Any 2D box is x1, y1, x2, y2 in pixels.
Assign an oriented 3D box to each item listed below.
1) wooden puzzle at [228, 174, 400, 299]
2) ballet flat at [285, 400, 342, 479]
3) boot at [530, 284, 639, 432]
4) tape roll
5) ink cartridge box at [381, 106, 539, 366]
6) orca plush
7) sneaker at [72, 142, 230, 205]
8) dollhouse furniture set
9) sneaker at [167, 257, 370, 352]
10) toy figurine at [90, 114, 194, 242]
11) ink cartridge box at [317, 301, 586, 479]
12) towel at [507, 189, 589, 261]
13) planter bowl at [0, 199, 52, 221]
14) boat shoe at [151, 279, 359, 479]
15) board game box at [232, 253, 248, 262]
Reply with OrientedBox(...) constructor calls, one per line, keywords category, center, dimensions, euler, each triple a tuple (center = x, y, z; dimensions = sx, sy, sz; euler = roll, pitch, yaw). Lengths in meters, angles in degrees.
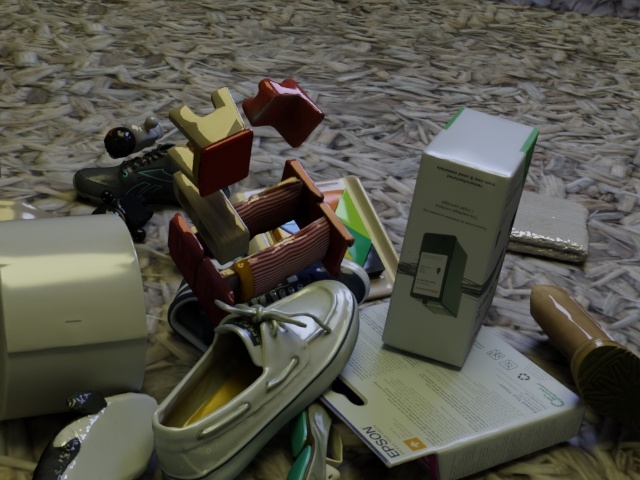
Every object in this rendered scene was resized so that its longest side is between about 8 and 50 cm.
OrientedBox(category="wooden puzzle", center=(0.000, 0.000, 1.908), dimensions=(0.238, 0.044, 0.221), euler=(-12, 64, -30))
OrientedBox(category="ballet flat", center=(-0.005, 0.267, 1.479), dimensions=(0.068, 0.072, 0.213), euler=(26, 27, -11))
OrientedBox(category="boot", center=(0.363, 0.144, 1.716), dimensions=(0.236, 0.089, 0.269), euler=(43, 8, -37))
OrientedBox(category="tape roll", center=(-0.329, 0.092, 1.529), dimensions=(0.169, 0.246, 0.246), euler=(-4, 30, -23))
OrientedBox(category="ink cartridge box", center=(0.190, -0.007, 1.673), dimensions=(0.121, 0.289, 0.211), euler=(18, 28, 13))
OrientedBox(category="orca plush", center=(-0.277, 0.278, 1.401), dimensions=(0.151, 0.102, 0.287), euler=(47, 31, -23))
OrientedBox(category="sneaker", center=(-0.285, -0.118, 2.094), dimensions=(0.267, 0.106, 0.101), euler=(0, 30, -13))
OrientedBox(category="dollhouse furniture set", center=(-0.068, -0.048, 1.535), dimensions=(0.201, 0.374, 0.152), euler=(-28, 70, -20))
OrientedBox(category="sneaker", center=(-0.078, 0.091, 1.732), dimensions=(0.282, 0.099, 0.153), euler=(-1, 22, 14))
OrientedBox(category="toy figurine", center=(-0.246, -0.085, 1.924), dimensions=(0.213, 0.209, 0.148), euler=(15, 18, 15))
OrientedBox(category="ink cartridge box", center=(0.125, 0.194, 1.648), dimensions=(0.330, 0.071, 0.324), euler=(-12, 33, -31))
OrientedBox(category="towel", center=(0.335, -0.037, 2.173), dimensions=(0.282, 0.049, 0.187), euler=(12, 29, 6))
OrientedBox(category="planter bowl", center=(-0.450, 0.033, 1.730), dimensions=(0.162, 0.162, 0.109), euler=(1, 55, -14))
OrientedBox(category="boat shoe", center=(-0.083, 0.133, 1.509), dimensions=(0.136, 0.156, 0.367), euler=(17, 45, 36))
OrientedBox(category="board game box", center=(-0.092, 0.012, 1.919), dimensions=(0.133, 0.033, 0.169), euler=(-15, 73, -32))
